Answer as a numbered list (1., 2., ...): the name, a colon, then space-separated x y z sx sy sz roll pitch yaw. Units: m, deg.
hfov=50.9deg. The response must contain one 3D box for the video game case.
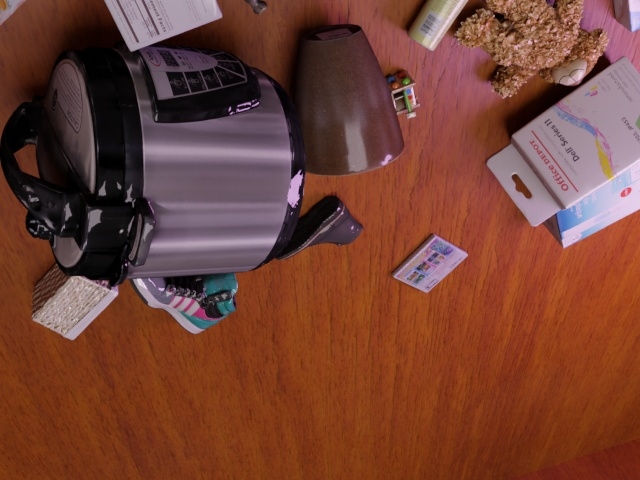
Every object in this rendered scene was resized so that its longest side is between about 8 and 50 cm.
1. video game case: 0.286 0.062 1.758 0.143 0.019 0.157 26 118 -37

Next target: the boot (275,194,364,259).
1. boot: 0.000 0.000 1.548 0.198 0.076 0.137 -36 139 13

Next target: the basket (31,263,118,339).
1. basket: -0.514 0.106 1.403 0.167 0.113 0.103 -43 130 18

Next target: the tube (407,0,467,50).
1. tube: 0.250 -0.466 1.228 0.240 0.062 0.070 -57 161 23

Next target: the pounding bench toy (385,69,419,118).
1. pounding bench toy: 0.165 -0.288 1.334 0.052 0.083 0.065 -22 136 -1

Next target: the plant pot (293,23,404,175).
1. plant pot: 0.038 -0.268 1.236 0.216 0.215 0.230 -15 121 -9

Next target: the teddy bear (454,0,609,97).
1. teddy bear: 0.425 -0.392 1.328 0.245 0.113 0.338 -39 133 18

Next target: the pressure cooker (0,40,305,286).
1. pressure cooker: -0.278 -0.113 1.075 0.421 0.375 0.370 -2 172 -33

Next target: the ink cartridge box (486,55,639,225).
1. ink cartridge box: 0.563 -0.206 1.476 0.353 0.207 0.119 -36 172 12

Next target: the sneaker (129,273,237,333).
1. sneaker: -0.276 0.097 1.480 0.179 0.123 0.295 -27 143 10

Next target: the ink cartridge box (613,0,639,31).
1. ink cartridge box: 0.687 -0.516 1.354 0.180 0.060 0.104 -29 135 5

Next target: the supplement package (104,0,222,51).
1. supplement package: -0.261 -0.441 0.930 0.145 0.204 0.261 -21 135 -2

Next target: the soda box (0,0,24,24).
1. soda box: -0.437 -0.406 0.991 0.183 0.063 0.058 -37 134 12

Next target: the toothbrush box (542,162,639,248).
1. toothbrush box: 0.684 -0.147 1.652 0.296 0.126 0.216 -28 135 3

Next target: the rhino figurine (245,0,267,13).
1. rhino figurine: -0.046 -0.465 1.055 0.243 0.073 0.106 -26 136 29
